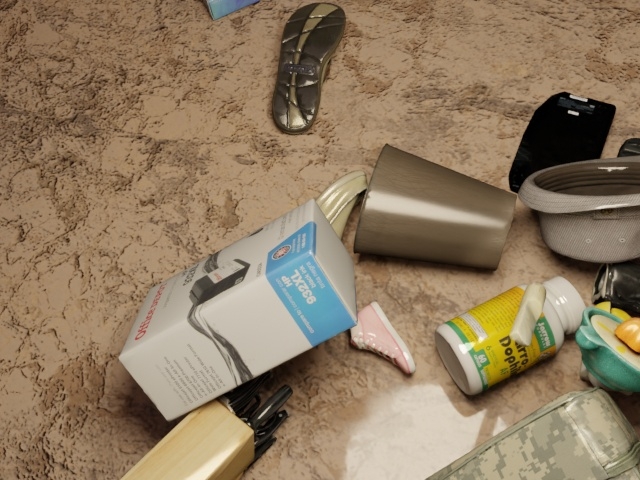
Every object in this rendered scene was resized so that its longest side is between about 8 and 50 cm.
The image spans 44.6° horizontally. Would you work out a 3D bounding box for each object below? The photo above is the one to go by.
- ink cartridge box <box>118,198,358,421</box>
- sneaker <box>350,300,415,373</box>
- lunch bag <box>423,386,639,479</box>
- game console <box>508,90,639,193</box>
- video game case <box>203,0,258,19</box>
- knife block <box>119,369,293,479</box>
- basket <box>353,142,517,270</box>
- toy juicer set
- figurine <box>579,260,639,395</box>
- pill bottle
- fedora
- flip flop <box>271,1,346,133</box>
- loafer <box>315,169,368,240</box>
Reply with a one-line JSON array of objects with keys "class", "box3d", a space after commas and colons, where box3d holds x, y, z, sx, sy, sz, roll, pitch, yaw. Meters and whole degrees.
[{"class": "ink cartridge box", "box3d": [-0.111, 0.093, 1.127, 0.308, 0.129, 0.223, -29, 20, 11]}, {"class": "sneaker", "box3d": [0.091, 0.164, 1.219, 0.070, 0.051, 0.134, -29, 60, -7]}, {"class": "lunch bag", "box3d": [0.289, 0.361, 0.967, 0.305, 0.213, 0.256, -36, 66, 15]}, {"class": "game console", "box3d": [0.521, -0.124, 1.331, 0.362, 0.044, 0.213, 20, 67, 16]}, {"class": "video game case", "box3d": [-0.156, -0.612, 1.653, 0.270, 0.061, 0.244, -26, 61, -7]}, {"class": "knife block", "box3d": [-0.152, 0.280, 1.082, 0.088, 0.276, 0.242, 33, 100, 22]}, {"class": "basket", "box3d": [0.190, -0.042, 1.266, 0.227, 0.154, 0.204, 15, 58, 9]}, {"class": "toy juicer set", "box3d": [0.383, 0.119, 1.016, 0.329, 0.089, 0.209, 27, 25, -11]}, {"class": "figurine", "box3d": [0.513, 0.148, 1.165, 0.210, 0.092, 0.214, 14, 65, 9]}, {"class": "pill bottle", "box3d": [0.288, 0.137, 1.172, 0.209, 0.117, 0.117, -25, 62, -8]}, {"class": "fedora", "box3d": [0.447, -0.044, 1.193, 0.276, 0.124, 0.243, -6, 18, 8]}, {"class": "flip flop", "box3d": [-0.024, -0.327, 1.484, 0.112, 0.080, 0.276, 11, 79, 6]}, {"class": "loafer", "box3d": [0.000, 0.000, 1.293, 0.092, 0.102, 0.268, 40, 86, 7]}]
